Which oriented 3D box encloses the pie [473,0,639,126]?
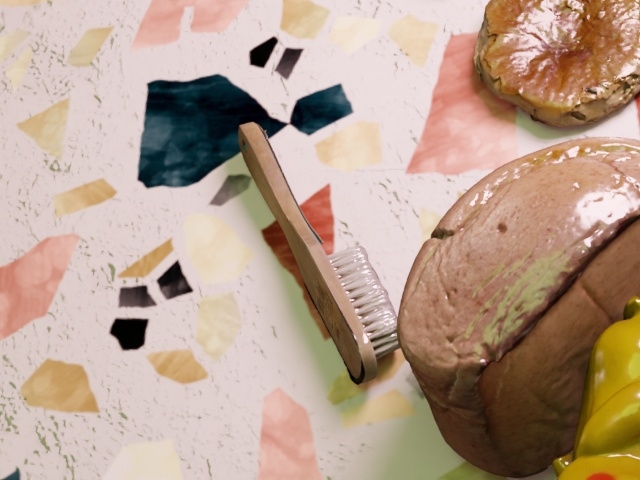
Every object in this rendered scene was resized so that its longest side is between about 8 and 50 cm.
[{"bbox_3d":[0.250,-0.200,1.791,0.195,0.046,0.195,-7,63,14],"label":"pie"}]

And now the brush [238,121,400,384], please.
[{"bbox_3d":[0.000,0.000,1.759,0.065,0.070,0.327,-20,57,-15],"label":"brush"}]

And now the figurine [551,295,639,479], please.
[{"bbox_3d":[0.253,0.211,1.437,0.218,0.169,0.327,24,55,2],"label":"figurine"}]

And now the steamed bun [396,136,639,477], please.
[{"bbox_3d":[0.193,0.039,1.586,0.301,0.251,0.199,-43,49,-11],"label":"steamed bun"}]
